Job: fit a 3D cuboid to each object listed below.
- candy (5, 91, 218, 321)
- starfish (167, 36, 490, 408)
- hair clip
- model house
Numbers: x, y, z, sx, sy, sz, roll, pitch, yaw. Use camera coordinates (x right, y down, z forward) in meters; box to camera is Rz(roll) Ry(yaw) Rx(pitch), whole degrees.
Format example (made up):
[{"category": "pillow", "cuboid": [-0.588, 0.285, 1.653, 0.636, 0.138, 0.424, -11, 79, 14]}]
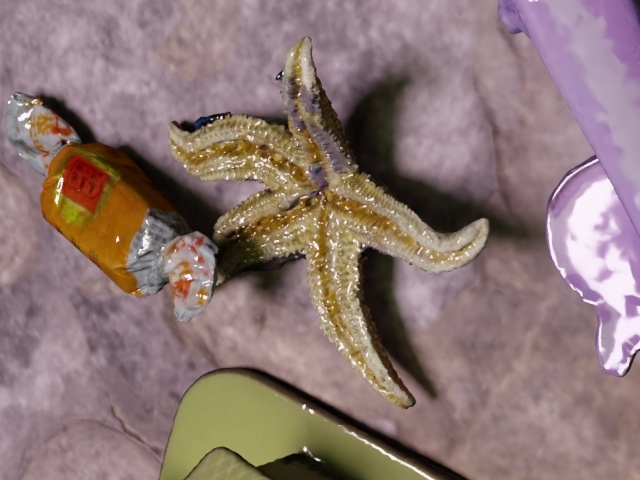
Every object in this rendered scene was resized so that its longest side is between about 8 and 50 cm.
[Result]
[{"category": "candy", "cuboid": [-0.104, -0.017, 0.740, 0.182, 0.046, 0.053, 40, 110, 36]}, {"category": "starfish", "cuboid": [0.000, 0.000, 0.677, 0.208, 0.053, 0.176, -11, 102, 57]}, {"category": "hair clip", "cuboid": [0.138, -0.040, 0.572, 0.137, 0.090, 0.278, -23, 96, 21]}, {"category": "model house", "cuboid": [-0.079, 0.207, 0.647, 0.204, 0.278, 0.218, 24, 112, 28]}]
